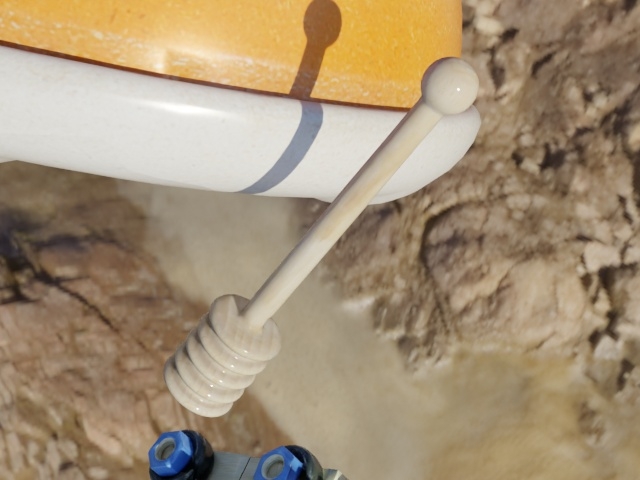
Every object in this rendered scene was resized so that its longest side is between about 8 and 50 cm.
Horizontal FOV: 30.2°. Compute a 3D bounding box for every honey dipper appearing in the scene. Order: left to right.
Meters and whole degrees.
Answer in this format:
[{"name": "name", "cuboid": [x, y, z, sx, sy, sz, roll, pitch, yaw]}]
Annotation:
[{"name": "honey dipper", "cuboid": [0.000, 0.000, 0.403, 0.030, 0.161, 0.030, 31, 28, -19]}]

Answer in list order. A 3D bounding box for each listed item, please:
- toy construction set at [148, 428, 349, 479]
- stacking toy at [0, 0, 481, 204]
[{"name": "toy construction set", "cuboid": [-0.077, 0.233, 0.774, 0.327, 0.151, 0.215, 10, 59, 28]}, {"name": "stacking toy", "cuboid": [-0.057, -0.278, 0.521, 0.350, 0.350, 0.480, 11, 102, -3]}]
